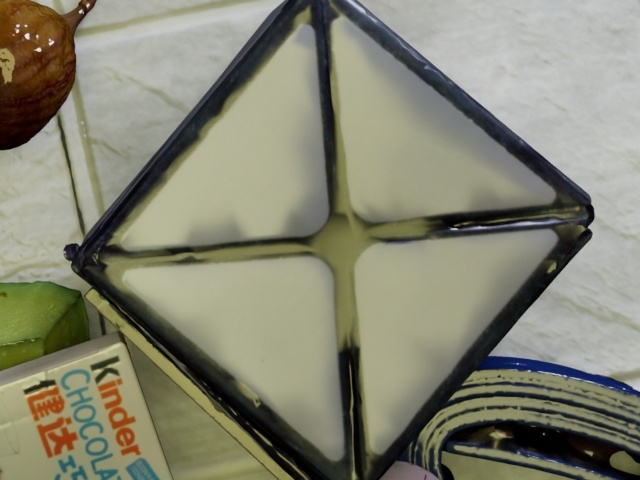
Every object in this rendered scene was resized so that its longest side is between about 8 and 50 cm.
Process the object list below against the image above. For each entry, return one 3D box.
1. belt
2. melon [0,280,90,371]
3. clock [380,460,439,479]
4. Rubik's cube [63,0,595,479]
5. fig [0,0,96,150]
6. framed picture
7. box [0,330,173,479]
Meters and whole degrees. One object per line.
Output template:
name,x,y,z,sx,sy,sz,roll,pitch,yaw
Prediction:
belt,0.219,0.222,1.649,0.347,0.117,0.212,19,91,-3
melon,-0.282,0.204,1.627,0.196,0.124,0.323,-7,106,-2
clock,0.100,0.339,1.572,0.322,0.113,0.295,40,129,-14
Rubik's cube,0.000,0.000,1.546,0.307,0.305,0.310,41,87,-6
fig,-0.254,-0.171,1.633,0.146,0.201,0.133,17,133,27
framed picture,-0.102,0.123,1.599,0.250,0.184,0.016,43,88,-4
box,-0.244,0.241,1.555,0.265,0.048,0.273,-20,105,-6
